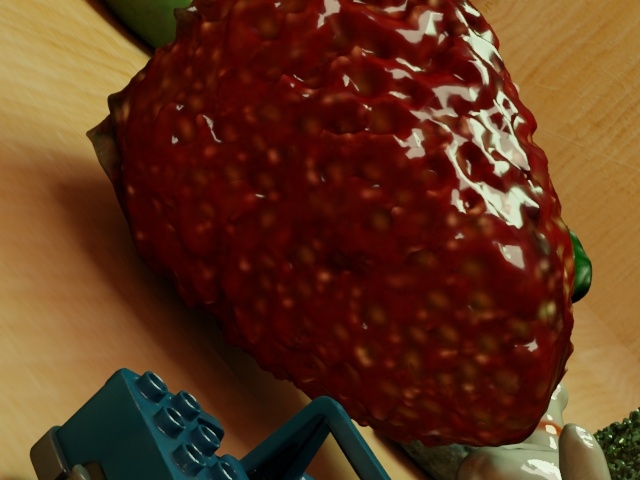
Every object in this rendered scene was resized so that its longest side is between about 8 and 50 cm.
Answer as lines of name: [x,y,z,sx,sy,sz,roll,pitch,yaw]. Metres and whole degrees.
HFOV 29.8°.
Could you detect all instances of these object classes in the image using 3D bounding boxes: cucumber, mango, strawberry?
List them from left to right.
mango: [-0.138,-0.245,1.257,0.251,0.114,0.156,40,6,-23]
strawberry: [0.033,-0.021,0.762,0.343,0.292,0.292,54,14,13]
cucumber: [0.094,0.149,0.889,0.112,0.064,0.064,40,13,-15]

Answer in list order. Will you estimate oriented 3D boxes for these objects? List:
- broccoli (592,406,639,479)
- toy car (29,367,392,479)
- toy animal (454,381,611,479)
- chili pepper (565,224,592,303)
broccoli: [0.351,0.269,1.066,0.252,0.221,0.361,61,7,29]
toy car: [-0.024,0.116,0.495,0.191,0.100,0.097,40,9,-44]
toy animal: [0.118,0.174,0.700,0.138,0.140,0.282,51,11,-37]
chili pepper: [0.202,0.038,1.326,0.165,0.174,0.261,46,6,23]
